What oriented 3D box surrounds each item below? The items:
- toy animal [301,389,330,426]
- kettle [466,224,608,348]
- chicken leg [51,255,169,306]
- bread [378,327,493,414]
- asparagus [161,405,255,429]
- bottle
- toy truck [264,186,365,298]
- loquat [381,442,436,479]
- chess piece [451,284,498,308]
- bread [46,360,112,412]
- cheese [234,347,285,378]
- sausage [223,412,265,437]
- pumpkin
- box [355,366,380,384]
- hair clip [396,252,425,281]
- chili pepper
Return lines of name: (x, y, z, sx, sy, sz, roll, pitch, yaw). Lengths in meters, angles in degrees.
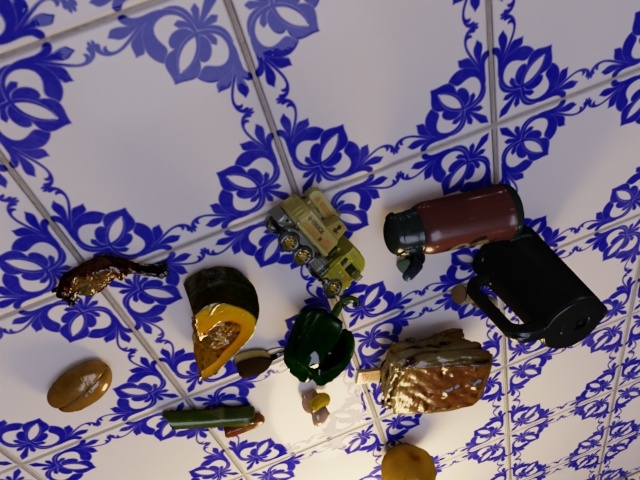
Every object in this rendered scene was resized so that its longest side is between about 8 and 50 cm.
toy animal: (-0.016, 0.520, 1.670, 0.091, 0.081, 0.114, -42, 125, -44)
kettle: (0.557, 0.118, 1.408, 0.262, 0.308, 0.203, 13, 119, -28)
chicken leg: (-0.470, 0.080, 1.186, 0.253, 0.051, 0.106, -13, 135, -11)
bread: (0.345, 0.401, 1.641, 0.324, 0.167, 0.278, -2, 127, -7)
asparagus: (-0.329, 0.528, 1.569, 0.277, 0.060, 0.067, 2, 135, -20)
bottle: (0.321, -0.044, 1.317, 0.335, 0.144, 0.144, -11, 129, -8)
toy truck: (0.000, 0.000, 1.247, 0.157, 0.124, 0.272, -41, 126, 0)
loquat: (0.324, 0.858, 1.960, 0.207, 0.208, 0.208, -10, 128, -12)
chess piece: (0.471, 0.180, 1.589, 0.171, 0.060, 0.060, 18, 118, -33)
bread: (-0.615, 0.380, 1.348, 0.189, 0.077, 0.114, -38, 133, 7)
cheese: (-0.159, 0.335, 1.497, 0.162, 0.036, 0.086, -15, 126, -9)
sausage: (-0.237, 0.576, 1.651, 0.131, 0.039, 0.041, -19, 122, -6)
pumpkin: (-0.277, 0.198, 1.285, 0.280, 0.139, 0.190, -46, 131, 13)
box: (0.160, 0.434, 1.698, 0.092, 0.015, 0.058, -4, 129, -18)
hair clip: (0.225, 0.061, 1.307, 0.083, 0.275, 0.048, -32, 87, 9)
chili pepper: (0.011, 0.252, 1.420, 0.174, 0.261, 0.165, 45, 144, -23)
